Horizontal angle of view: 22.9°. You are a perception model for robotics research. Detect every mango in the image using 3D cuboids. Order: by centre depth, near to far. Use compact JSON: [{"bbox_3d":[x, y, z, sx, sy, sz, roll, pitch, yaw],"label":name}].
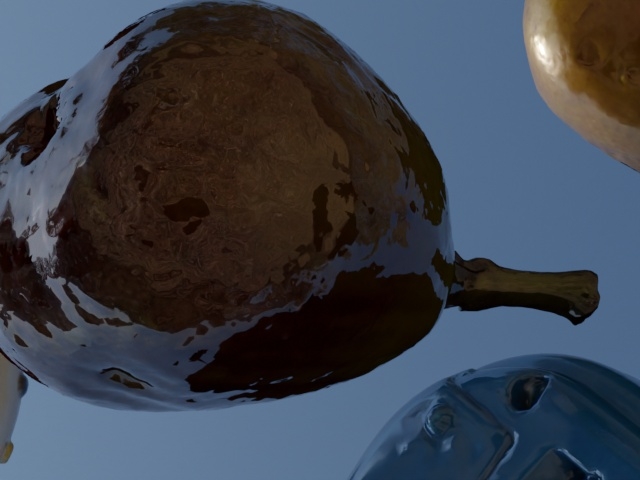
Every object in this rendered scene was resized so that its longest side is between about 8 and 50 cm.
[{"bbox_3d":[0.225,-0.103,0.884,0.236,0.136,0.166,39,-59,19],"label":"mango"}]

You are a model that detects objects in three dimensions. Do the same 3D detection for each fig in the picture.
[{"bbox_3d":[0.000,-0.002,0.607,0.170,0.274,0.146,-34,-126,45],"label":"fig"}]

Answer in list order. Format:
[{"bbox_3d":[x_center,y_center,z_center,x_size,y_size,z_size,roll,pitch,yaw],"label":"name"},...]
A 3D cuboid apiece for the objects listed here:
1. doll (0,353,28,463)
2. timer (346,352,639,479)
[{"bbox_3d":[-0.246,0.094,0.956,0.129,0.290,0.161,20,-78,-14],"label":"doll"},{"bbox_3d":[0.085,0.229,0.678,0.340,0.115,0.309,-59,-140,7],"label":"timer"}]
